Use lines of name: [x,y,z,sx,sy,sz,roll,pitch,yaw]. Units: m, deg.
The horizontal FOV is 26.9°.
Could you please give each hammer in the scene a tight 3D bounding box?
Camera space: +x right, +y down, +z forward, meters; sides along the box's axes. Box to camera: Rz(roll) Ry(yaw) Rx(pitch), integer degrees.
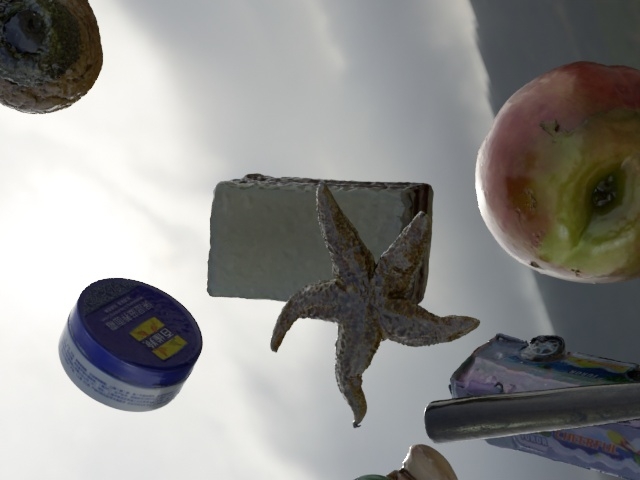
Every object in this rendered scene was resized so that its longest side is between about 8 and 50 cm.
hammer: [0.271,0.164,1.317,0.044,0.439,0.168,21,-115,-38]

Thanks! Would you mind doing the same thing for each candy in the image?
candy: [0.000,0.000,1.927,0.135,0.320,0.180,-18,-71,-65]

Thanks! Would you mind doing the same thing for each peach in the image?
peach: [0.402,-0.105,2.029,0.370,0.370,0.370,-20,-90,-78]

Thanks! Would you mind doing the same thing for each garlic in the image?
garlic: [0.170,0.495,2.307,0.110,0.217,0.228,35,-163,-41]

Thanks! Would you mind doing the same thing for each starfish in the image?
starfish: [0.055,0.067,1.480,0.062,0.235,0.277,-25,-71,-75]

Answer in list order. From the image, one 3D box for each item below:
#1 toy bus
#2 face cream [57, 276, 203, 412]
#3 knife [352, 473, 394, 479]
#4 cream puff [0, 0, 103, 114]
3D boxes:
toy bus: [0.285,0.186,1.455,0.138,0.317,0.113,-23,-70,-41]
face cream: [-0.290,0.161,2.032,0.205,0.111,0.206,20,-147,-13]
knife: [0.131,0.362,1.940,0.022,0.184,0.026,-50,-34,-57]
cream puff: [-0.373,-0.257,1.696,0.169,0.183,0.183,11,-121,-88]
